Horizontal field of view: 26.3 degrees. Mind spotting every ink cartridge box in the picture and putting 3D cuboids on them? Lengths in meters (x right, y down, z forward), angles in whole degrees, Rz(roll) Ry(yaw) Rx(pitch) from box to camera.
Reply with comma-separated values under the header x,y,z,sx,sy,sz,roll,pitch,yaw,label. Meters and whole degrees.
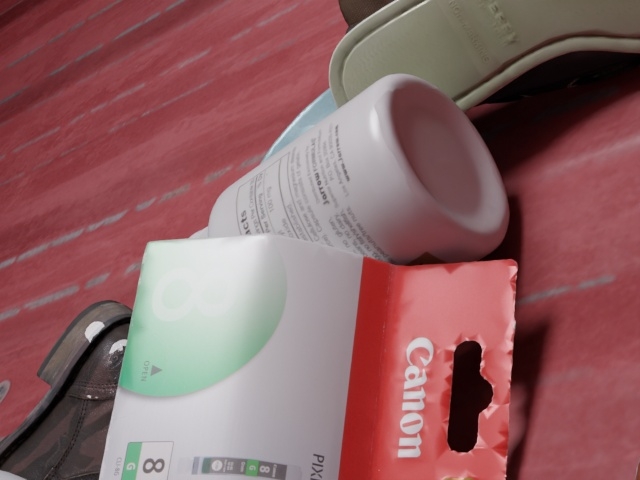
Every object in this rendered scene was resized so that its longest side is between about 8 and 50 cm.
x,y,z,sx,sy,sz,roll,pitch,yaw,label
-0.007,0.082,0.779,0.225,0.056,0.181,-5,58,21,ink cartridge box

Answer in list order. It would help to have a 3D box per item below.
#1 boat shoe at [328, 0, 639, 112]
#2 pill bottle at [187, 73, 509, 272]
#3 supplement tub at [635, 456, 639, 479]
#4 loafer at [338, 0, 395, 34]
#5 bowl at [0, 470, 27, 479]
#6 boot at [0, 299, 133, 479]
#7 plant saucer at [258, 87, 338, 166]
x,y,z,sx,sy,sz,roll,pitch,yaw,label
0.171,-0.167,0.924,0.340,0.127,0.113,-28,5,24,boat shoe
0.000,0.000,0.915,0.229,0.131,0.131,-33,30,32,pill bottle
0.224,0.096,0.506,0.198,0.106,0.106,-23,36,38,supplement tub
0.152,-0.271,1.003,0.366,0.130,0.134,-30,2,17,loafer
-0.151,0.243,0.713,0.134,0.298,0.298,-13,30,-3,bowl
-0.108,0.172,0.857,0.229,0.091,0.263,23,89,38,boot
0.021,-0.060,1.072,0.195,0.037,0.195,-33,30,22,plant saucer
